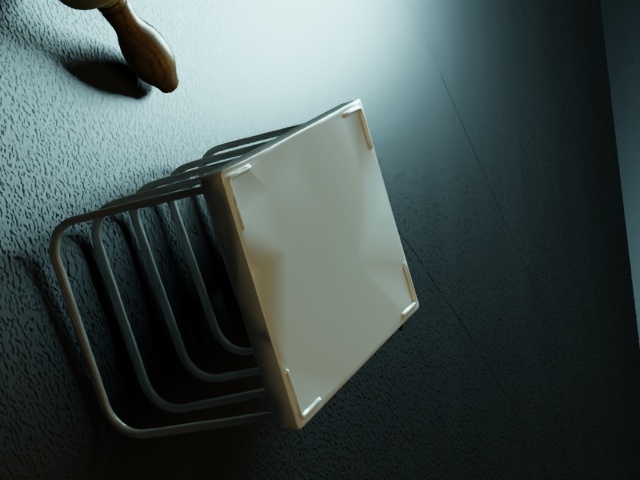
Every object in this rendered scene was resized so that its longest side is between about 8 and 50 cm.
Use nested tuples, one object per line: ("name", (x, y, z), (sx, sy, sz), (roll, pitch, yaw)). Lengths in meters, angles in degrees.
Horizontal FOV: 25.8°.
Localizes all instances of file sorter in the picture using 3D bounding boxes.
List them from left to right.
("file sorter", (-0.064, 0.022, 1.128), (0.278, 0.173, 0.192), (-37, 112, -63))

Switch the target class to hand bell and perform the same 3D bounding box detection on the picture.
("hand bell", (-0.166, -0.192, 1.137), (0.242, 0.126, 0.126), (56, 30, -60))

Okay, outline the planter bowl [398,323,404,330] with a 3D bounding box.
("planter bowl", (0.000, 0.000, 1.334), (0.217, 0.090, 0.217), (159, -90, -85))
